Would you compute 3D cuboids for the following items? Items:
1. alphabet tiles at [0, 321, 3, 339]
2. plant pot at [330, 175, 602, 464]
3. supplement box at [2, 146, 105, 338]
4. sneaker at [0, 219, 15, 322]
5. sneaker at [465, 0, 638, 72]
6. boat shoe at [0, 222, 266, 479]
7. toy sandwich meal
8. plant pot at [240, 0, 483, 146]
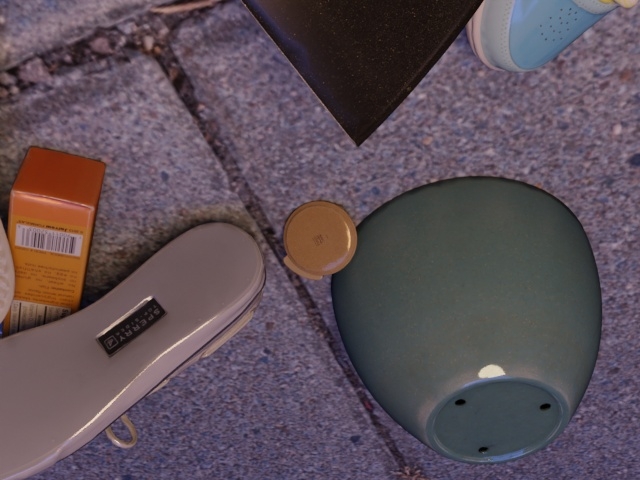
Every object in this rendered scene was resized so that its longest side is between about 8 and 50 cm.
[{"bbox_3d":[-0.434,0.175,0.886,0.237,0.009,0.198,-15,128,9],"label":"alphabet tiles"},{"bbox_3d":[0.160,0.109,0.734,0.290,0.195,0.290,-1,129,-2],"label":"plant pot"},{"bbox_3d":[-0.275,0.025,0.726,0.080,0.078,0.233,13,128,-17],"label":"supplement box"},{"bbox_3d":[-0.366,-0.088,0.601,0.150,0.135,0.365,18,115,33],"label":"sneaker"},{"bbox_3d":[0.236,-0.204,0.463,0.127,0.208,0.319,11,130,-34],"label":"sneaker"},{"bbox_3d":[-0.211,0.127,0.722,0.367,0.136,0.156,-37,158,-15],"label":"boat shoe"},{"bbox_3d":[0.000,0.000,0.741,0.086,0.029,0.085,1,97,10],"label":"toy sandwich meal"},{"bbox_3d":[0.018,-0.211,0.486,0.167,0.188,0.187,-36,122,11],"label":"plant pot"}]
